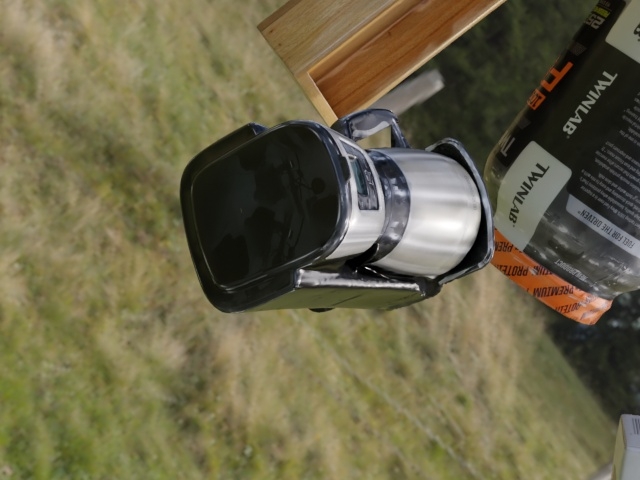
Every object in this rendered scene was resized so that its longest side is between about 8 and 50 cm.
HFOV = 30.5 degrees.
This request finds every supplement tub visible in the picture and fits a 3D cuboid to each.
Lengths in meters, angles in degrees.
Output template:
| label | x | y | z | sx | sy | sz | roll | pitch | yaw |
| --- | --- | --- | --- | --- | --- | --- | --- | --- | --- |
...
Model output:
| label | x | y | z | sx | sy | sz | roll | pitch | yaw |
| --- | --- | --- | --- | --- | --- | --- | --- | --- | --- |
| supplement tub | 0.300 | -0.099 | 1.135 | 0.207 | 0.338 | 0.207 | 33 | 13 | -9 |

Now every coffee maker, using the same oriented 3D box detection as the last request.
| label | x | y | z | sx | sy | sz | roll | pitch | yaw |
| --- | --- | --- | --- | --- | --- | --- | --- | --- | --- |
| coffee maker | 0.000 | 0.000 | 0.750 | 0.178 | 0.171 | 0.120 | 4 | 42 | -52 |

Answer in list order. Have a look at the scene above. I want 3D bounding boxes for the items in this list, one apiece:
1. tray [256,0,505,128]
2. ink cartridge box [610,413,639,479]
| label | x | y | z | sx | sy | sz | roll | pitch | yaw |
| --- | --- | --- | --- | --- | --- | --- | --- | --- | --- |
| tray | 0.137 | -0.289 | 1.212 | 0.076 | 0.411 | 0.203 | 52 | 3 | 16 |
| ink cartridge box | 0.311 | 0.323 | 0.953 | 0.069 | 0.175 | 0.371 | -61 | 155 | -69 |
